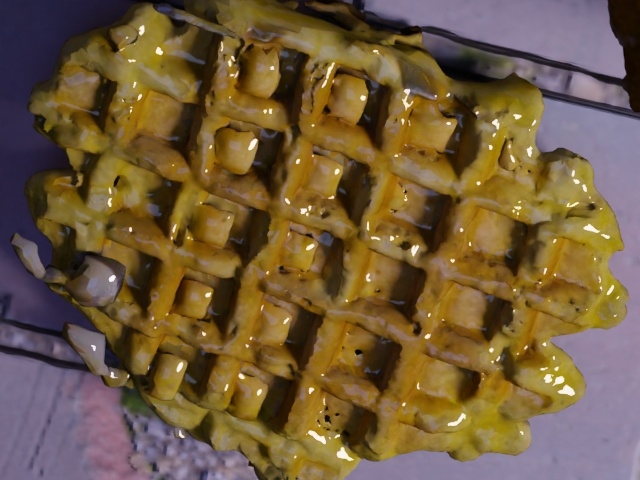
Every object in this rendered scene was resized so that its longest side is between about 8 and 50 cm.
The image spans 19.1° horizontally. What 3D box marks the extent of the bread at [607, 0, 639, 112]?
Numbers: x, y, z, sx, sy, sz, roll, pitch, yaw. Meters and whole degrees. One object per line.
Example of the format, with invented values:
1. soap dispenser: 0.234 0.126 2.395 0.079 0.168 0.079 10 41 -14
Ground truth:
1. bread: 0.109 -0.131 0.444 0.105 0.076 0.233 9 109 -8

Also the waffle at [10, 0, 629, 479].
1. waffle: 0.000 -0.001 0.892 0.262 0.060 0.280 -22 111 15
